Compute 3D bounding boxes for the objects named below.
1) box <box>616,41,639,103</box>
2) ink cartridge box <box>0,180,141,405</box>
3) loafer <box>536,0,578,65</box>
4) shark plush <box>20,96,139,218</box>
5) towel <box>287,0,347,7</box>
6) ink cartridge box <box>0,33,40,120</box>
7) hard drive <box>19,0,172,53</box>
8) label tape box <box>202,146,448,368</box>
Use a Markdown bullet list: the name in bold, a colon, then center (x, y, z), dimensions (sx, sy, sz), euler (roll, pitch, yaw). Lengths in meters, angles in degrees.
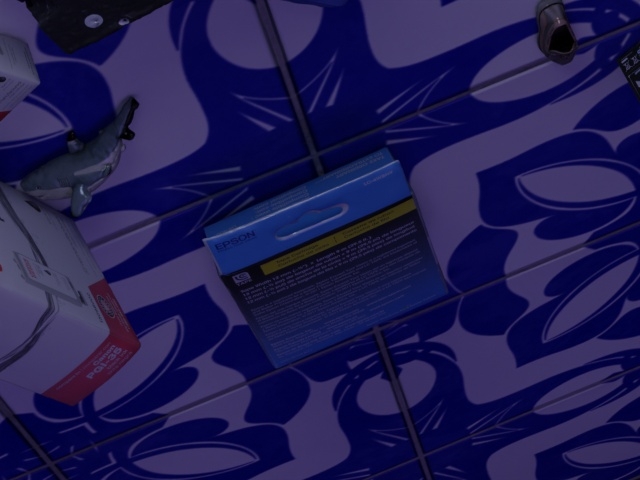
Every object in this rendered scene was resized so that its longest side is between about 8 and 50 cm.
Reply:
- **box**: center (0.528, -0.203, 2.201), dimensions (0.307, 0.242, 0.076), euler (-39, 147, 25)
- **ink cartridge box**: center (-0.347, 0.040, 2.020), dimensions (0.117, 0.207, 0.283), euler (-39, 149, 12)
- **loafer**: center (0.276, -0.233, 2.181), dimensions (0.045, 0.039, 0.125), euler (-25, 150, 3)
- **shark plush**: center (-0.253, -0.091, 2.042), dimensions (0.067, 0.073, 0.161), euler (36, 126, -23)
- **towel**: center (0.025, -0.345, 1.813), dimensions (0.243, 0.040, 0.336), euler (5, 143, -40)
- **ink cartridge box**: center (-0.360, -0.162, 1.844), dimensions (0.099, 0.056, 0.135), euler (-39, 147, 28)
- **hard drive**: center (-0.151, -0.319, 1.674), dimensions (0.339, 0.064, 0.237), euler (-25, 143, 16)
- **label tape box**: center (0.000, 0.000, 2.306), dimensions (0.249, 0.115, 0.347), euler (-24, 148, 1)
